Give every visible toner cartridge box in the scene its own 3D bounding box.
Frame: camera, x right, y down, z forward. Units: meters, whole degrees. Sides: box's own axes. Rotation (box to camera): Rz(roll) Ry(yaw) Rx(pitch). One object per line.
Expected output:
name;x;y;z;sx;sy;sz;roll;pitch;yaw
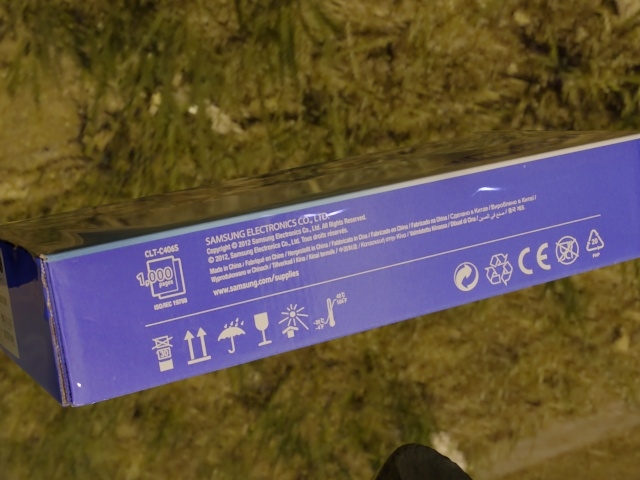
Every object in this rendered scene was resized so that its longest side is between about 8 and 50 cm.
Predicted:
toner cartridge box;0.000;0.000;0.632;0.348;0.075;0.165;-13;-169;-25

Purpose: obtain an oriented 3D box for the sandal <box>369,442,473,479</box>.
sandal;0.065;0.284;0.886;0.167;0.446;0.107;37;118;-2
